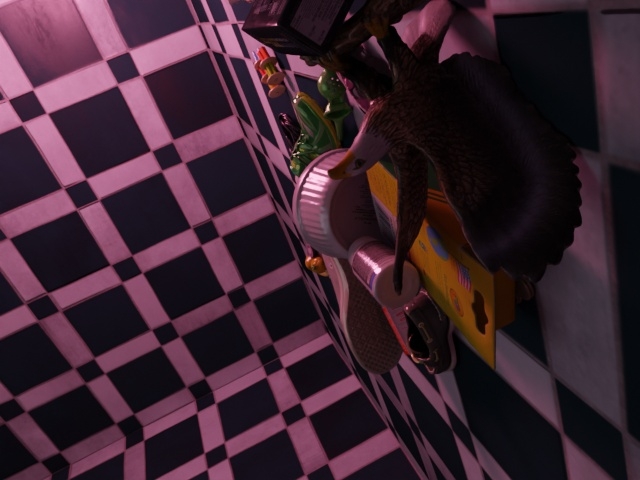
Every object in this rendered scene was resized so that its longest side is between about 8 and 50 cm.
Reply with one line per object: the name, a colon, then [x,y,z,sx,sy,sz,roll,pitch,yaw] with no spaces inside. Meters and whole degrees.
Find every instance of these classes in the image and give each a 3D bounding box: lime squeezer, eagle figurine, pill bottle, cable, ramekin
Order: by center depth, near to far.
eagle figurine: [0.104,-0.103,0.556,0.298,0.225,0.226,54,-169,-12]
pill bottle: [0.096,0.045,0.841,0.078,0.078,0.137,68,172,-26]
ramekin: [0.063,-0.060,0.947,0.109,0.207,0.207,25,141,63]
lime squeezer: [0.019,-0.287,1.026,0.110,0.058,0.310,56,169,41]
cable: [-0.083,-0.317,1.610,0.150,0.047,0.184,-118,5,-50]

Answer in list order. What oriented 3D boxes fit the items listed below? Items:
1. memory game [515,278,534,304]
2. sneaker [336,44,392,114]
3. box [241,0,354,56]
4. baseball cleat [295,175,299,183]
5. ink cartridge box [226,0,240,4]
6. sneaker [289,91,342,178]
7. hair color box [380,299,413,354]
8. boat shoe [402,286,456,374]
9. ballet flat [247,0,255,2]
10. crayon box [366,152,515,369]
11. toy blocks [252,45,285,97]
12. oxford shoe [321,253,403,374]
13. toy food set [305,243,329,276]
memory game: [0.235,0.004,0.726,0.186,0.012,0.186,61,172,16]
sneaker: [0.070,-0.255,0.833,0.077,0.072,0.178,56,-169,-61]
box: [0.009,-0.305,0.527,0.059,0.233,0.183,24,-170,-26]
baseball cleat: [-0.008,-0.134,1.573,0.206,0.072,0.109,55,156,2]
ink cartridge box: [-0.237,-0.690,1.285,0.203,0.086,0.148,55,167,43]
sneaker: [-0.016,-0.205,1.240,0.109,0.123,0.295,55,167,48]
hair color box: [0.204,0.193,1.244,0.141,0.072,0.043,64,171,10]
boat shoe: [0.222,0.201,1.092,0.109,0.091,0.305,57,169,38]
ballet flat: [-0.216,-0.583,1.158,0.241,0.077,0.091,22,144,24]
crayon box: [0.177,0.000,0.742,0.318,0.081,0.202,57,170,46]
toy blocks: [-0.152,-0.491,1.462,0.148,0.054,0.123,63,172,12]
oxford shoe: [0.102,0.117,1.341,0.130,0.169,0.449,171,81,-78]
toy food set: [0.000,0.000,1.442,0.128,0.071,0.218,22,111,36]
